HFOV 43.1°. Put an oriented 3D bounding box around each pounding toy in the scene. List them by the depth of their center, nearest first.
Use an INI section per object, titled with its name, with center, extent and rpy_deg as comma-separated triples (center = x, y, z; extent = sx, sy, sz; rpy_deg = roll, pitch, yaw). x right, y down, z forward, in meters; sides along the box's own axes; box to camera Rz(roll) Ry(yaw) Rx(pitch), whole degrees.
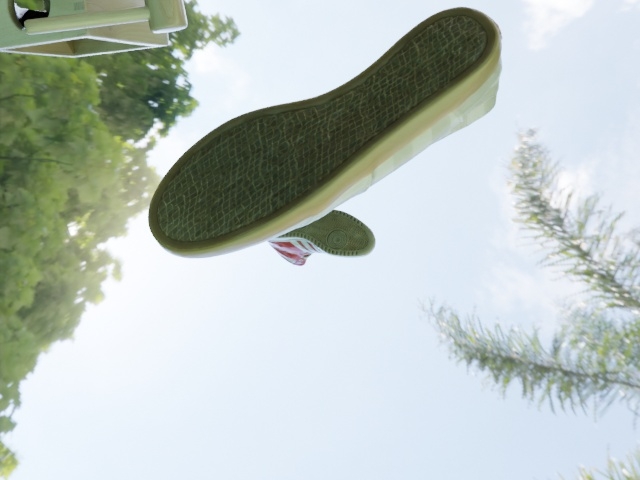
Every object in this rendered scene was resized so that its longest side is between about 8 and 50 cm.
[pounding toy]
center = -0.213, -0.229, 0.744
extent = 0.206, 0.181, 0.094
rpy_deg = -1, -82, 25

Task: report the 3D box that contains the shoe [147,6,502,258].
[shoe]
center = 0.008, -0.049, 0.454
extent = 0.219, 0.058, 0.077
rpy_deg = -30, -119, 0

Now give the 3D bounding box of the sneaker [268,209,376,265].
[sneaker]
center = 0.000, 0.000, 0.749
extent = 0.118, 0.067, 0.042
rpy_deg = 12, -108, 21
